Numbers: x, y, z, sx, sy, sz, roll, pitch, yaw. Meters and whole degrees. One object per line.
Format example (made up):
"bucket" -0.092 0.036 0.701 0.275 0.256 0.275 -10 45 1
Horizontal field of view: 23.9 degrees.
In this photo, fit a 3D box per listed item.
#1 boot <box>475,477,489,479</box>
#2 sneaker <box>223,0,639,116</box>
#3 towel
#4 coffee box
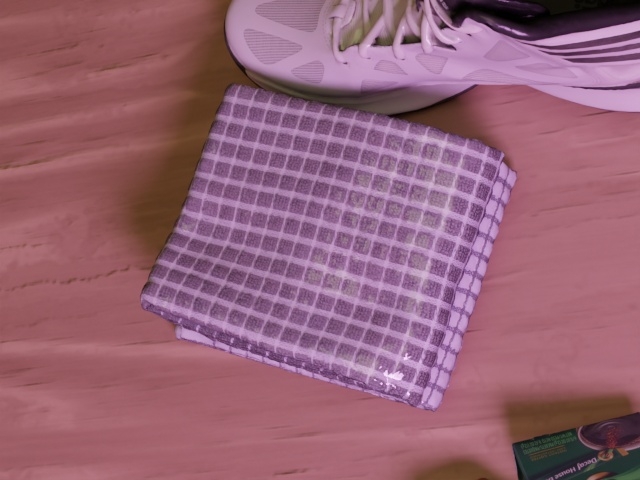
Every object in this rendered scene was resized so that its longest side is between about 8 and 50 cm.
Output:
"boot" 0.194 0.259 1.190 0.295 0.104 0.211 -35 53 -3
"sneaker" 0.092 -0.211 1.243 0.447 0.257 0.169 3 80 22
"towel" 0.000 0.000 1.307 0.284 0.121 0.235 15 84 24
"coffee box" 0.223 0.209 1.146 0.113 0.040 0.184 -14 31 -1
